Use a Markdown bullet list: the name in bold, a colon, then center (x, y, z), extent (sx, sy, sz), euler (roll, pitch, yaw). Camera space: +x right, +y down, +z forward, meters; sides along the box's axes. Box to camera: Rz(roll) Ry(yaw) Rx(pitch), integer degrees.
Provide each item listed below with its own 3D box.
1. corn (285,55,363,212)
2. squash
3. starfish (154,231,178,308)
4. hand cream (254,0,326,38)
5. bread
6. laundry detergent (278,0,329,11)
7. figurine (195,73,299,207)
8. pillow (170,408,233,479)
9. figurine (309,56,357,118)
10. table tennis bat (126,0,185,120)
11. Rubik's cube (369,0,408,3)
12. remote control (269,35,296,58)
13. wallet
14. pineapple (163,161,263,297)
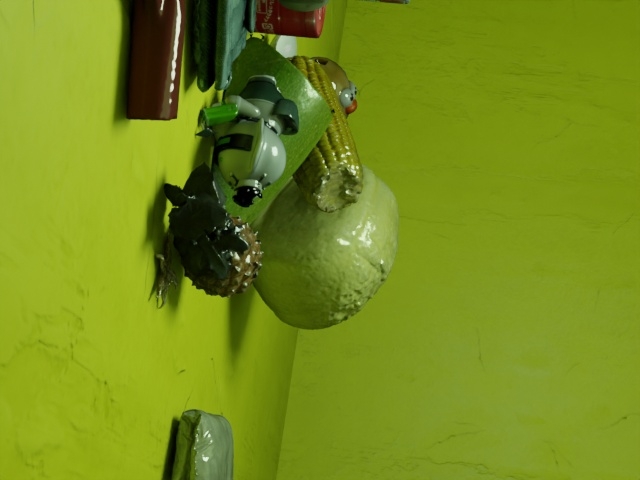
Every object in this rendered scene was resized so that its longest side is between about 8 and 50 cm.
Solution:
- **corn**: center (-0.014, -0.188, 1.544), extent (0.344, 0.131, 0.131), euler (-111, -163, -45)
- **squash**: center (-0.134, -0.155, 1.385), extent (0.289, 0.203, 0.111), euler (-47, 173, -4)
- **starfish**: center (-0.186, 0.037, 1.107), extent (0.092, 0.016, 0.086), euler (71, 27, -67)
- **hand cream**: center (-0.053, -0.413, 1.417), extent (0.193, 0.125, 0.193), euler (8, 90, -86)
- **bread**: center (0.005, 0.008, 1.689), extent (0.237, 0.320, 0.321), euler (56, 32, -37)
- **laundry detergent**: center (-0.022, -0.391, 1.192), extent (0.253, 0.091, 0.181), euler (55, 35, -88)
- **figurine**: center (-0.095, -0.136, 1.269), extent (0.147, 0.126, 0.193), euler (81, 13, -65)
- **pillow**: center (-0.173, 0.316, 1.325), extent (0.181, 0.077, 0.134), euler (67, 27, -75)
- **figurine**: center (-0.004, -0.260, 1.987), extent (0.343, 0.167, 0.285), euler (-102, -172, -58)
- **table tennis bat**: center (-0.147, -0.322, 0.866), extent (0.268, 0.051, 0.415), euler (-51, 146, -80)
- **Rubik's cube**: center (0.055, -0.587, 1.685), extent (0.253, 0.258, 0.256), euler (-63, 160, -82)
- **remote control**: center (-0.086, -0.287, 1.714), extent (0.073, 0.044, 0.229), euler (-41, 150, -49)
- **wallet**: center (-0.107, -0.381, 1.142), extent (0.237, 0.075, 0.342), euler (-81, 176, -63)
- **pineapple**: center (-0.136, -0.006, 1.125), extent (0.111, 0.119, 0.237), euler (-51, 167, -13)
